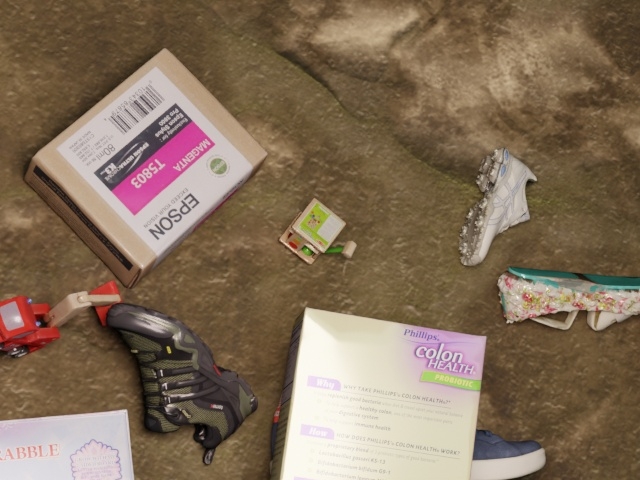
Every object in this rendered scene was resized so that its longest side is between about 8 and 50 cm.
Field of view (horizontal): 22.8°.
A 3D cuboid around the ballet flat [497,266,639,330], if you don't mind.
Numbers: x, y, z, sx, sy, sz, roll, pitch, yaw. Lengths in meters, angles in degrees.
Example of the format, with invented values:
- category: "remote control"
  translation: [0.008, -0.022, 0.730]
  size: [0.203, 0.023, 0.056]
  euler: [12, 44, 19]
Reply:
- category: "ballet flat"
  translation: [0.345, 0.081, 2.111]
  size: [0.241, 0.091, 0.077]
  euler: [5, 101, -13]

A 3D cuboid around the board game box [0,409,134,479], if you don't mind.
- category: "board game box"
  translation: [-0.358, 0.361, 1.772]
  size: [0.319, 0.066, 0.318]
  euler: [-2, 74, -19]

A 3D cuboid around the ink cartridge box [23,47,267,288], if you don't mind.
- category: "ink cartridge box"
  translation: [-0.214, -0.091, 1.960]
  size: [0.193, 0.088, 0.235]
  euler: [45, 64, 1]

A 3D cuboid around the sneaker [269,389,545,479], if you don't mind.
- category: "sneaker"
  translation: [0.110, 0.226, 1.941]
  size: [0.350, 0.131, 0.148]
  euler: [3, 76, -18]

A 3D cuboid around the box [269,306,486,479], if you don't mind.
- category: "box"
  translation: [0.061, 0.217, 1.814]
  size: [0.214, 0.117, 0.243]
  euler: [9, 78, -6]

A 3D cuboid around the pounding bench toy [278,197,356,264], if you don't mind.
- category: "pounding bench toy"
  translation: [0.000, 0.000, 2.015]
  size: [0.083, 0.065, 0.052]
  euler: [38, 64, -4]

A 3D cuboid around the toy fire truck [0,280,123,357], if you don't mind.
- category: "toy fire truck"
  translation: [-0.308, 0.088, 1.841]
  size: [0.135, 0.192, 0.047]
  euler: [-24, 79, 5]

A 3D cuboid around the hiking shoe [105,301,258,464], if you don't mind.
- category: "hiking shoe"
  translation: [-0.176, 0.167, 1.866]
  size: [0.227, 0.086, 0.114]
  euler: [43, 70, -23]

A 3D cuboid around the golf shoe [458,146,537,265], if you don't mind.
- category: "golf shoe"
  translation: [0.242, -0.036, 2.112]
  size: [0.086, 0.069, 0.176]
  euler: [27, 67, -15]
